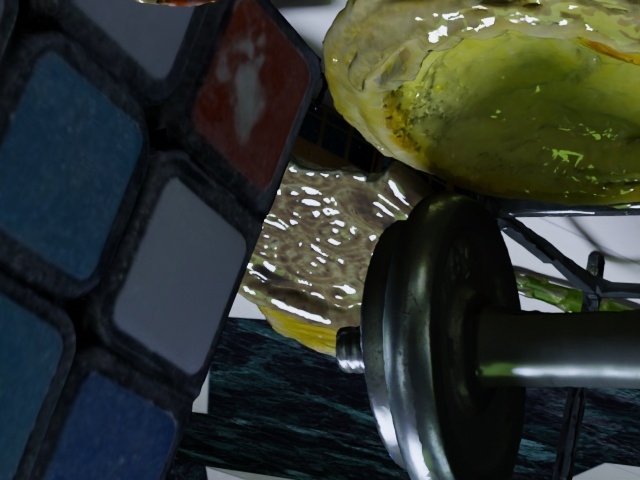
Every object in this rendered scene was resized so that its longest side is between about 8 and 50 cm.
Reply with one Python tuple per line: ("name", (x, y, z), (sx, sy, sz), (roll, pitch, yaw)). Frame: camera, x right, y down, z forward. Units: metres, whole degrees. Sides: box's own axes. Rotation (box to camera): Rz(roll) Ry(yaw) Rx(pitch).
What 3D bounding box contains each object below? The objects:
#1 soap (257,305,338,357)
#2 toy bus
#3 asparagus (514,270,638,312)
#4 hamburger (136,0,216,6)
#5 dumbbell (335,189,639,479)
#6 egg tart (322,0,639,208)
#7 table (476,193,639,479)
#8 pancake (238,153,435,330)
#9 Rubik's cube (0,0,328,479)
("soap", (0.024, 0.051, 1.254), (0.160, 0.080, 0.257), (10, 162, 15))
("toy bus", (0.028, -0.025, 0.973), (0.182, 0.103, 0.091), (26, 146, -23))
("asparagus", (0.233, 0.057, 1.201), (0.236, 0.027, 0.034), (17, 152, -10))
("hamburger", (-0.083, -0.184, 0.446), (0.231, 0.231, 0.107), (19, 132, -17))
("dumbbell", (0.144, 0.060, 0.729), (0.290, 0.192, 0.192), (-4, 157, 24))
("egg tart", (0.140, -0.096, 0.707), (0.279, 0.095, 0.279), (7, 162, 2))
("table", (0.282, 0.110, 0.903), (0.335, 0.272, 0.222), (1, 162, 35))
("pancake", (0.000, 0.000, 0.891), (0.235, 0.029, 0.212), (10, 144, 19))
("Rubik's cube", (-0.260, -0.045, 0.709), (0.363, 0.362, 0.359), (3, 159, 33))
